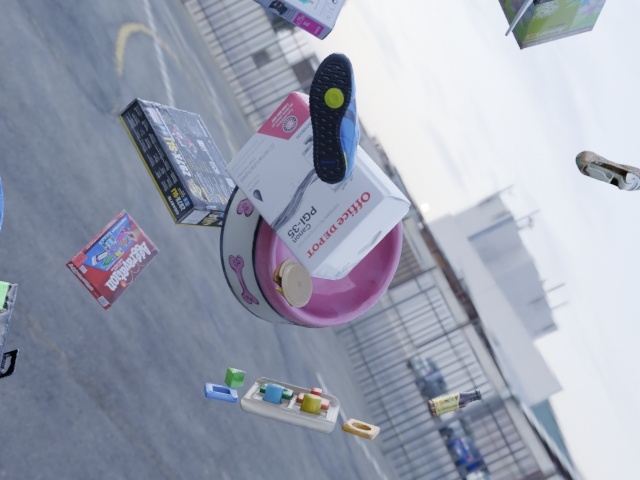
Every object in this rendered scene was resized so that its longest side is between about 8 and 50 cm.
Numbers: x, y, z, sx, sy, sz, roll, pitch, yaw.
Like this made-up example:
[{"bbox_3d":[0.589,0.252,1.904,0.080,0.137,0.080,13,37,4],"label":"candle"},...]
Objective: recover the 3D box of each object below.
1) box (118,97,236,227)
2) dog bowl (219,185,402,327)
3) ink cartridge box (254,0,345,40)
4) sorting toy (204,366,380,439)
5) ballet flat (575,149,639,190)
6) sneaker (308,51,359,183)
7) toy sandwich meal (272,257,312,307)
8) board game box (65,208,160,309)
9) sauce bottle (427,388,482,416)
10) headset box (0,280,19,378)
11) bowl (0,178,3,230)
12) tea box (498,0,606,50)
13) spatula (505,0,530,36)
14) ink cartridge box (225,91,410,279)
[{"bbox_3d":[-0.325,-0.183,2.229,0.322,0.079,0.257,60,24,16],"label":"box"},{"bbox_3d":[0.000,0.000,1.911,0.150,0.408,0.408,20,-36,54],"label":"dog bowl"},{"bbox_3d":[-0.088,-0.526,1.687,0.311,0.185,0.065,29,-24,-14],"label":"ink cartridge box"},{"bbox_3d":[-0.050,0.304,1.757,0.196,0.348,0.047,-45,149,-83],"label":"sorting toy"},{"bbox_3d":[0.720,-0.156,2.231,0.067,0.206,0.073,-72,180,-46],"label":"ballet flat"},{"bbox_3d":[0.027,-0.195,1.432,0.082,0.069,0.209,-46,141,-59],"label":"sneaker"},{"bbox_3d":[-0.048,0.075,1.558,0.085,0.029,0.085,14,71,-49],"label":"toy sandwich meal"},{"bbox_3d":[-0.505,0.042,2.244,0.145,0.027,0.281,52,29,-14],"label":"board game box"},{"bbox_3d":[0.321,0.385,2.178,0.042,0.128,0.042,163,-90,-85],"label":"sauce bottle"},{"bbox_3d":[-0.565,0.155,1.250,0.246,0.283,0.131,-103,-149,-57],"label":"headset box"},{"bbox_3d":[-0.634,-0.119,1.404,0.077,0.391,0.391,-32,97,-48],"label":"bowl"},{"bbox_3d":[0.586,-0.734,2.357,0.323,0.220,0.329,84,-11,-68],"label":"tea box"},{"bbox_3d":[0.414,-0.484,1.634,0.019,0.168,0.242,33,-40,4],"label":"spatula"},{"bbox_3d":[-0.007,-0.098,1.663,0.283,0.207,0.117,50,17,23],"label":"ink cartridge box"}]
